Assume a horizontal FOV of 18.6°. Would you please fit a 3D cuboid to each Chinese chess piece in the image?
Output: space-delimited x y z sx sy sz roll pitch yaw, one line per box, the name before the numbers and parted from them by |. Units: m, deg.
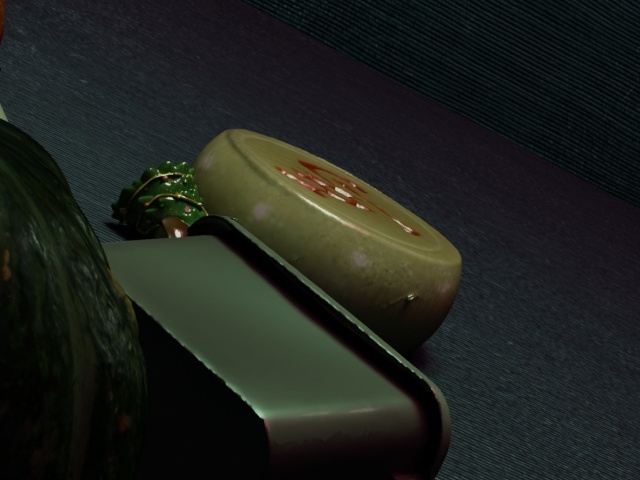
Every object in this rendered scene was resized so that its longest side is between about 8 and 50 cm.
Chinese chess piece | 0.000 0.000 1.763 0.273 0.102 0.273 28 12 -7

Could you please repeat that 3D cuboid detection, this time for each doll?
doll | -0.111 -0.017 1.630 0.113 0.076 0.078 37 5 29

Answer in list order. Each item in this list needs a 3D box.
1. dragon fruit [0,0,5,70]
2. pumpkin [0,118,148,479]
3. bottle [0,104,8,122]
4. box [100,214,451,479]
dragon fruit | -0.358 -0.169 1.488 0.269 0.200 0.198 14 -20 26
pumpkin | -0.180 0.056 0.705 0.197 0.263 0.293 27 11 -45
bottle | -0.282 -0.110 1.334 0.104 0.104 0.245 48 -18 57
box | -0.065 0.099 1.077 0.135 0.163 0.243 2 30 -48
